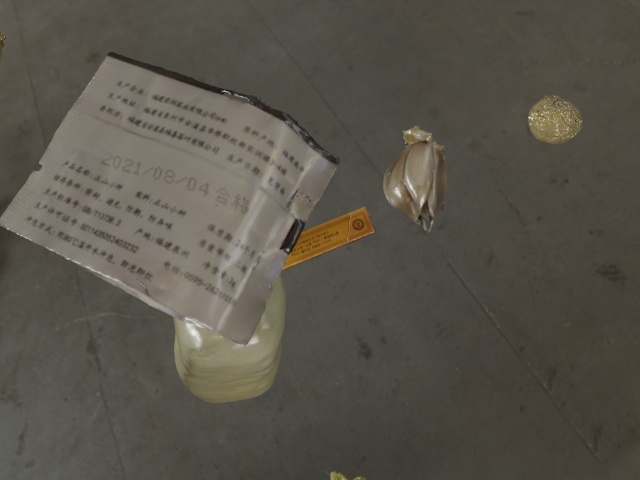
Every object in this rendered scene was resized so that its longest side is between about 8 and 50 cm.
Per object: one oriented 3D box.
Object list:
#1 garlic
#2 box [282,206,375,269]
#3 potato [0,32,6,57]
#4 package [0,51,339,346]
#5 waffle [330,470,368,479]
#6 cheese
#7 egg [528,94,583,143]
[{"bbox_3d":[0.291,-0.169,1.813,0.210,0.237,0.291,5,94,-13],"label":"garlic"},{"bbox_3d":[0.000,0.000,1.687,0.274,0.174,0.076,-22,89,-2],"label":"box"},{"bbox_3d":[-0.494,-0.295,0.747,0.300,0.140,0.173,49,49,1],"label":"potato"},{"bbox_3d":[-0.132,-0.050,0.563,0.251,0.062,0.203,25,71,5],"label":"package"},{"bbox_3d":[0.089,0.528,1.077,0.056,0.261,0.250,-11,16,-40],"label":"waffle"},{"bbox_3d":[-0.130,0.035,0.793,0.130,0.328,0.350,-6,59,-13],"label":"cheese"},{"bbox_3d":[0.557,-0.288,1.510,0.118,0.140,0.116,-23,64,55],"label":"egg"}]
